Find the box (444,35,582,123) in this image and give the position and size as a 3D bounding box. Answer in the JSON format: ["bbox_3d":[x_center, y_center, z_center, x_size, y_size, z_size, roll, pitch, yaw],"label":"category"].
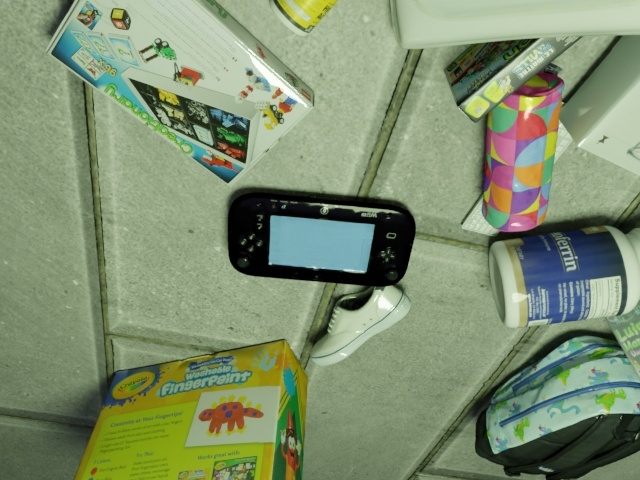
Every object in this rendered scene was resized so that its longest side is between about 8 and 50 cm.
[{"bbox_3d":[0.251,-0.247,0.622,0.036,0.114,0.207,35,124,-25],"label":"box"}]

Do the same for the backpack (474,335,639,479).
[{"bbox_3d":[0.543,0.365,1.085,0.290,0.274,0.355,15,152,-8],"label":"backpack"}]

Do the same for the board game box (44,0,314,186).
[{"bbox_3d":[-0.183,-0.228,0.696,0.305,0.053,0.193,37,122,-27],"label":"board game box"}]

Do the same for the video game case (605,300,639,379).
[{"bbox_3d":[0.600,0.159,0.898,0.022,0.173,0.190,-11,154,-16],"label":"video game case"}]

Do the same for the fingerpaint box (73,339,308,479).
[{"bbox_3d":[-0.263,0.439,1.076,0.444,0.371,0.163,-14,129,13],"label":"fingerpaint box"}]

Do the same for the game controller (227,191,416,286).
[{"bbox_3d":[0.000,0.000,0.882,0.319,0.067,0.167,5,131,-3],"label":"game controller"}]

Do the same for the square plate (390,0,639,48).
[{"bbox_3d":[0.195,-0.348,0.458,0.347,0.049,0.344,10,132,33],"label":"square plate"}]

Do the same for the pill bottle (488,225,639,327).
[{"bbox_3d":[0.433,0.057,0.858,0.264,0.153,0.153,-9,130,9],"label":"pill bottle"}]

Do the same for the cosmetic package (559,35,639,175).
[{"bbox_3d":[0.565,-0.189,0.670,0.377,0.097,0.284,18,132,-16],"label":"cosmetic package"}]

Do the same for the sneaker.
[{"bbox_3d":[0.059,0.158,1.017,0.091,0.094,0.258,44,117,-10],"label":"sneaker"}]

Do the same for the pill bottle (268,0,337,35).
[{"bbox_3d":[-0.003,-0.310,0.609,0.065,0.065,0.116,35,125,-25],"label":"pill bottle"}]

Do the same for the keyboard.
[{"bbox_3d":[0.320,-0.104,0.812,0.072,0.014,0.256,16,130,-12],"label":"keyboard"}]

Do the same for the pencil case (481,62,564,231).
[{"bbox_3d":[0.283,-0.127,0.726,0.104,0.104,0.236,-5,126,7],"label":"pencil case"}]
